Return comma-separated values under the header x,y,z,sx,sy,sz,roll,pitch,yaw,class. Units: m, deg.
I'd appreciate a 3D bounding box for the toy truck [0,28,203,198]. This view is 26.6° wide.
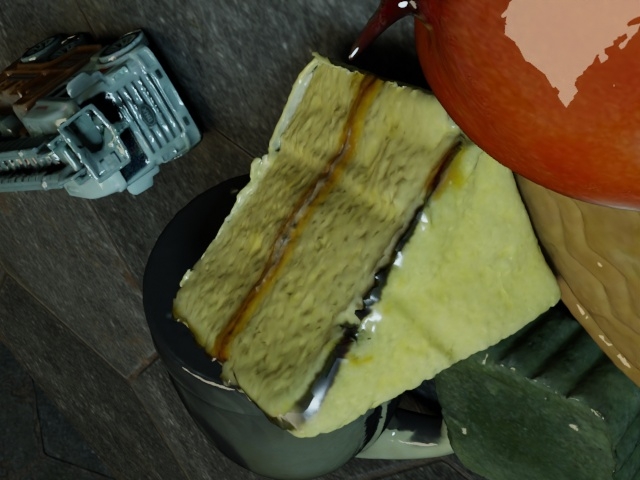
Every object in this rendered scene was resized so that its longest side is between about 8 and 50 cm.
x,y,z,sx,sy,sz,roll,pitch,yaw,class
-0.261,-0.114,1.400,0.338,0.184,0.133,10,135,56,toy truck

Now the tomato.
x,y,z,sx,sy,sz,roll,pitch,yaw,class
0.152,-0.139,0.579,0.224,0.256,0.256,28,152,6,tomato

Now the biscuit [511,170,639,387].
x,y,z,sx,sy,sz,roll,pitch,yaw,class
0.252,0.003,0.840,0.385,0.062,0.365,52,155,-4,biscuit

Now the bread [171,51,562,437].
x,y,z,sx,sy,sz,roll,pitch,yaw,class
0.000,0.000,0.996,0.198,0.236,0.263,62,167,-25,bread

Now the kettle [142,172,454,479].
x,y,z,sx,sy,sz,roll,pitch,yaw,class
0.010,0.121,1.285,0.321,0.228,0.324,9,149,10,kettle

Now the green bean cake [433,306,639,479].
x,y,z,sx,sy,sz,roll,pitch,yaw,class
0.188,0.138,1.101,0.185,0.094,0.183,29,148,38,green bean cake
